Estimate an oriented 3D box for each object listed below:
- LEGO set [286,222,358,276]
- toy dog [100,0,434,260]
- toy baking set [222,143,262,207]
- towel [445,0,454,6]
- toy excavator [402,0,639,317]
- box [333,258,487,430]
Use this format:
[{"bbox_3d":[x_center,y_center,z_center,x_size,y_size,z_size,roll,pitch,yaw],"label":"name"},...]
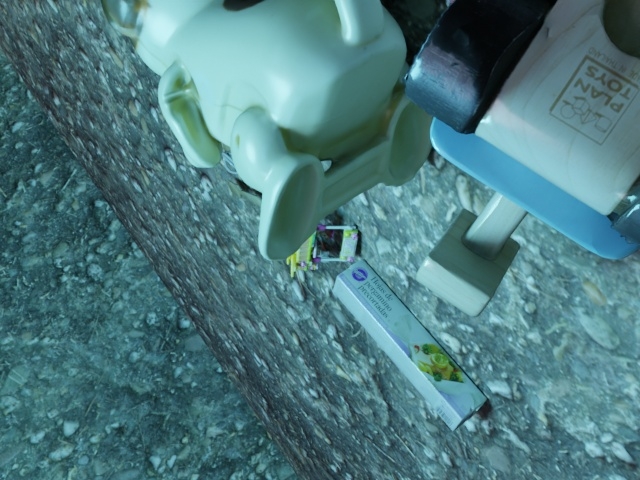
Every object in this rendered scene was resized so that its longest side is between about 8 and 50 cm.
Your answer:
[{"bbox_3d":[0.000,0.000,1.523,0.287,0.107,0.132,108,160,-68],"label":"LEGO set"},{"bbox_3d":[-0.098,-0.235,1.062,0.408,0.284,0.395,41,159,28],"label":"toy dog"},{"bbox_3d":[-0.138,-0.144,1.663,0.197,0.030,0.256,48,156,28],"label":"toy baking set"},{"bbox_3d":[0.207,-0.220,0.852,0.197,0.029,0.144,54,157,14],"label":"towel"},{"bbox_3d":[0.214,-0.095,0.723,0.222,0.433,0.445,34,-167,10],"label":"toy excavator"},{"bbox_3d":[0.147,0.174,1.450,0.324,0.063,0.067,48,155,20],"label":"box"}]
